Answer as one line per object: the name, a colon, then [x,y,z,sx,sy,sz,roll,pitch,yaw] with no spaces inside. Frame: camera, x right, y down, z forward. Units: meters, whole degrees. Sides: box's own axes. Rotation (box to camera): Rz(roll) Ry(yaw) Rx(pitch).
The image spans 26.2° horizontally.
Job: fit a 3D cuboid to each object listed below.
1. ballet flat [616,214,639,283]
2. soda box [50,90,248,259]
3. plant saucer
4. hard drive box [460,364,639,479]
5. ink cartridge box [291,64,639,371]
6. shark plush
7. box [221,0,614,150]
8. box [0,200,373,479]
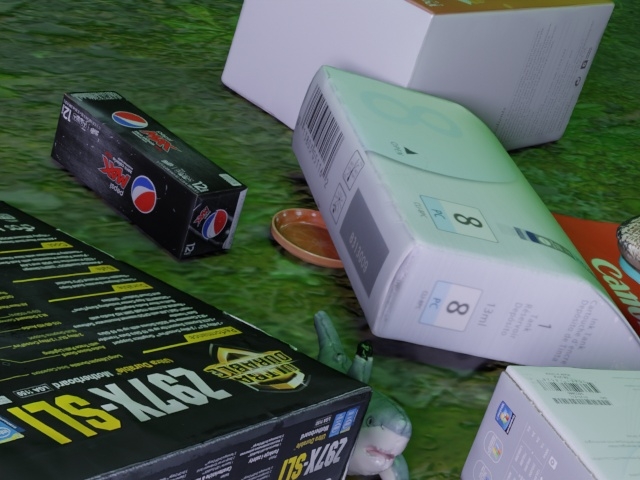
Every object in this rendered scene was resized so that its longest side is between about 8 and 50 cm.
ballet flat: [0.479,0.030,1.089,0.483,0.182,0.164,23,22,-8]
soda box: [-0.134,-0.053,1.054,0.053,0.060,0.169,-12,39,-46]
plant saucer: [0.000,0.000,1.092,0.083,0.013,0.083,14,25,-7]
hard drive box: [0.218,0.174,0.789,0.181,0.089,0.232,5,27,-27]
ink cartridge box: [0.189,-0.005,1.130,0.385,0.091,0.308,11,26,-20]
shark plush: [0.027,0.094,0.849,0.073,0.067,0.161,15,25,-7]
box: [0.106,-0.202,1.400,0.215,0.168,0.345,33,29,29]
box: [-0.166,0.064,0.583,0.257,0.079,0.322,26,16,25]
